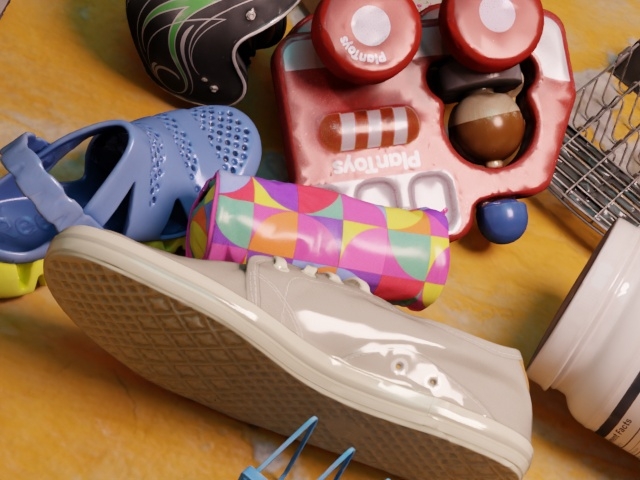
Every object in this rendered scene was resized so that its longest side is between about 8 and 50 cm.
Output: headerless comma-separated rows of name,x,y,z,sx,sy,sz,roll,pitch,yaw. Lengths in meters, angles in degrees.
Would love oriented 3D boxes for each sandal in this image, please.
sandal,-0.178,-0.055,1.652,0.317,0.138,0.126,-25,64,-35

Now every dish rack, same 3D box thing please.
dish rack,0.332,-0.088,1.900,0.208,0.074,0.271,41,54,15

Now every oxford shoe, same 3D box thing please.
oxford shoe,-0.019,0.082,1.579,0.449,0.169,0.130,23,62,-11

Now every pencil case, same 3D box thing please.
pencil case,0.000,0.000,1.651,0.236,0.104,0.104,10,51,-19

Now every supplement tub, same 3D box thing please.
supplement tub,0.340,0.119,1.662,0.272,0.191,0.191,31,50,5

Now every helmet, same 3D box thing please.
helmet,-0.101,-0.227,1.779,0.169,0.162,0.169,5,43,-5

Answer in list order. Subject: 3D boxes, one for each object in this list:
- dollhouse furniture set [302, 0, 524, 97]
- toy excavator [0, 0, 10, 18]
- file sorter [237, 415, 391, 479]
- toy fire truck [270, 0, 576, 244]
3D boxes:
dollhouse furniture set,0.039,-0.296,1.888,0.303,0.174,0.356,-19,62,-30
toy excavator,-0.355,-0.376,1.633,0.222,0.445,0.433,31,50,6
file sorter,0.015,0.244,1.502,0.170,0.118,0.104,40,49,12
toy fire truck,0.099,-0.114,1.776,0.302,0.169,0.254,-6,84,-16
